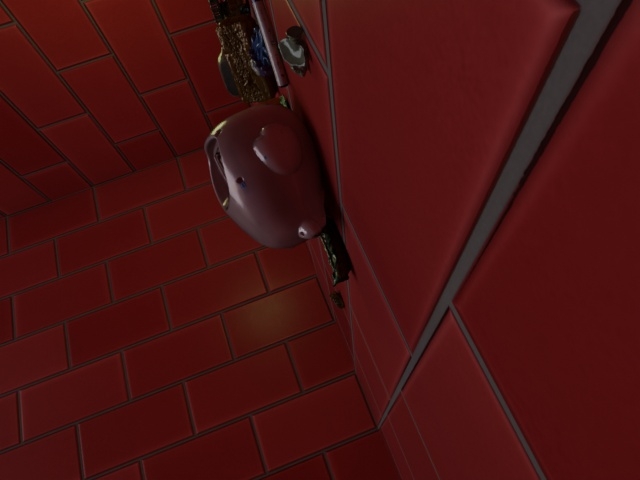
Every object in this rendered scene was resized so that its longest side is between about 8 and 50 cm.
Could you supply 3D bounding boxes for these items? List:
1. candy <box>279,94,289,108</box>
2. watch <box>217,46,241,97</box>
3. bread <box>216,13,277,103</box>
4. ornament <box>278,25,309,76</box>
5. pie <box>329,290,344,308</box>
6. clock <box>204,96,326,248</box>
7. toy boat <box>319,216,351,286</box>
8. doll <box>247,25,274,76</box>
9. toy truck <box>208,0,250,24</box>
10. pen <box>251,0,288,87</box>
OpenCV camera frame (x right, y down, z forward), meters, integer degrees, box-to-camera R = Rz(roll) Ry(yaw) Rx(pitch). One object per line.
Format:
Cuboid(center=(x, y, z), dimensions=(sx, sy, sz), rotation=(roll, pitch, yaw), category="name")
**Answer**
Cuboid(center=(-0.112, -0.393, 1.437), dimensions=(0.178, 0.032, 0.102), rotation=(-144, 30, -79), category="candy")
Cuboid(center=(-0.308, -0.704, 1.810), dimensions=(0.253, 0.162, 0.241), rotation=(79, -178, -51), category="watch")
Cuboid(center=(-0.225, -0.569, 1.438), dimensions=(0.271, 0.139, 0.077), rotation=(70, -154, -43), category="bread")
Cuboid(center=(-0.045, -0.343, 0.829), dimensions=(0.068, 0.041, 0.092), rotation=(47, 165, -5), category="ornament")
Cuboid(center=(0.082, 0.278, 2.111), dimensions=(0.088, 0.033, 0.191), rotation=(61, 169, 6), category="pie")
Cuboid(center=(-0.146, -0.152, 1.220), dimensions=(0.377, 0.250, 0.368), rotation=(64, 159, -1), category="clock")
Cuboid(center=(0.009, -0.007, 1.354), dimensions=(0.293, 0.099, 0.108), rotation=(60, 172, 15), category="toy boat")
Cuboid(center=(-0.166, -0.532, 1.279), dimensions=(0.110, 0.067, 0.206), rotation=(59, 163, 11), category="doll")
Cuboid(center=(-0.291, -0.742, 1.483), dimensions=(0.178, 0.115, 0.080), rotation=(101, 148, -84), category="toy truck")
Cuboid(center=(-0.133, -0.518, 1.131), dimensions=(0.033, 0.033, 0.269), rotation=(-119, 10, -60), category="pen")
